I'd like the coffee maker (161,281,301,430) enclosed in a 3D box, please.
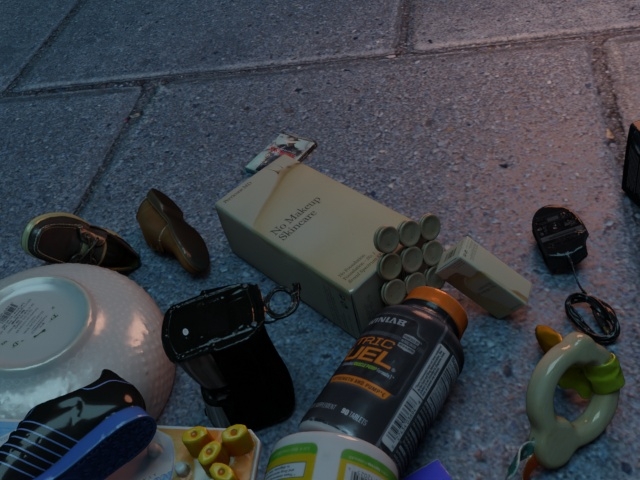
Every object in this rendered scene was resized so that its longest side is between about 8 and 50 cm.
[{"bbox_3d":[-0.090,0.151,0.887,0.171,0.178,0.120,-3,46,16],"label":"coffee maker"}]

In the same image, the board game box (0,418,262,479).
[{"bbox_3d":[-0.277,0.345,0.660,0.389,0.050,0.390,0,50,10],"label":"board game box"}]

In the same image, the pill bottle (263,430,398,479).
[{"bbox_3d":[-0.007,0.319,0.656,0.136,0.136,0.246,0,47,16],"label":"pill bottle"}]

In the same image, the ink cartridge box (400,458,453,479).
[{"bbox_3d":[0.090,0.346,0.730,0.206,0.045,0.208,-27,43,-11],"label":"ink cartridge box"}]

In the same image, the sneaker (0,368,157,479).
[{"bbox_3d":[-0.279,0.217,0.689,0.232,0.081,0.090,-30,48,-24],"label":"sneaker"}]

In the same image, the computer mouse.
[{"bbox_3d":[0.354,0.044,0.981,0.071,0.041,0.242,-17,49,11],"label":"computer mouse"}]

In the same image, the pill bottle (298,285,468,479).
[{"bbox_3d":[0.090,0.168,0.853,0.130,0.130,0.246,17,51,30],"label":"pill bottle"}]

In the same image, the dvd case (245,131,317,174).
[{"bbox_3d":[-0.073,-0.159,1.329,0.087,0.013,0.119,21,53,33],"label":"dvd case"}]

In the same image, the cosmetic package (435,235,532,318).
[{"bbox_3d":[0.219,0.051,0.946,0.115,0.060,0.041,34,53,-8],"label":"cosmetic package"}]

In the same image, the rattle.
[{"bbox_3d":[0.248,0.195,0.827,0.142,0.130,0.200,27,83,49],"label":"rattle"}]

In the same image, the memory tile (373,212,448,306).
[{"bbox_3d":[0.124,0.043,0.954,0.113,0.148,0.012,-17,17,-30],"label":"memory tile"}]

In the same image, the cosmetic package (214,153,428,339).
[{"bbox_3d":[0.000,0.000,1.070,0.160,0.113,0.309,-40,49,-24],"label":"cosmetic package"}]

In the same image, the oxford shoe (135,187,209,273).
[{"bbox_3d":[-0.253,-0.001,1.190,0.076,0.076,0.212,-50,48,8],"label":"oxford shoe"}]

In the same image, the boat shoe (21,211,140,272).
[{"bbox_3d":[-0.365,0.009,1.108,0.073,0.223,0.080,19,88,23],"label":"boat shoe"}]

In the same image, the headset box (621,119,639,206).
[{"bbox_3d":[0.605,-0.075,0.957,0.246,0.131,0.283,-19,43,-3],"label":"headset box"}]

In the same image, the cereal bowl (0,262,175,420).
[{"bbox_3d":[-0.374,0.153,0.956,0.338,0.141,0.339,0,46,0],"label":"cereal bowl"}]
